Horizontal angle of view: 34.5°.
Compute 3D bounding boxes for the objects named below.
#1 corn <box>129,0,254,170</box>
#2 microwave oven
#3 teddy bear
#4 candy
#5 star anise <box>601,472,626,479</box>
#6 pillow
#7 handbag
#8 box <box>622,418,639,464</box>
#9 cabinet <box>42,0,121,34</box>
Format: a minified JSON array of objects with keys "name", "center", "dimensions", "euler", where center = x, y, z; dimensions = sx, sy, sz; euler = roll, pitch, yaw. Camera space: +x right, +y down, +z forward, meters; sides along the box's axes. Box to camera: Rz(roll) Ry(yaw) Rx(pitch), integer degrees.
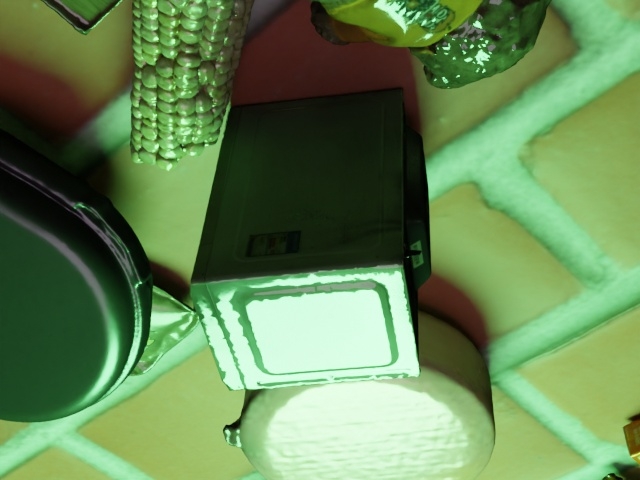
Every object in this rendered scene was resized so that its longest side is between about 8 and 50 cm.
[{"name":"corn","center":[-0.094,-0.132,0.738],"dimensions":[0.087,0.087,0.211],"euler":[9,134,-3]},{"name":"microwave oven","center":[0.000,0.000,0.768],"dimensions":[0.162,0.205,0.129],"euler":[-3,132,9]},{"name":"teddy bear","center":[0.067,-0.178,0.657],"dimensions":[0.190,0.140,0.177],"euler":[25,127,-28]},{"name":"candy","center":[0.038,0.166,0.989],"dimensions":[0.255,0.094,0.255],"euler":[2,132,2]},{"name":"star anise","center":[0.338,0.286,1.079],"dimensions":[0.097,0.070,0.191],"euler":[14,151,39]},{"name":"pillow","center":[-0.224,0.047,0.942],"dimensions":[0.217,0.033,0.130],"euler":[37,121,-23]},{"name":"handbag","center":[-0.282,0.021,0.855],"dimensions":[0.308,0.093,0.254],"euler":[32,120,-9]},{"name":"box","center":[0.491,0.211,1.026],"dimensions":[0.273,0.048,0.265],"euler":[-32,123,28]},{"name":"cabinet","center":[-0.103,-0.263,0.558],"dimensions":[0.215,0.175,0.148],"euler":[-34,121,31]}]
